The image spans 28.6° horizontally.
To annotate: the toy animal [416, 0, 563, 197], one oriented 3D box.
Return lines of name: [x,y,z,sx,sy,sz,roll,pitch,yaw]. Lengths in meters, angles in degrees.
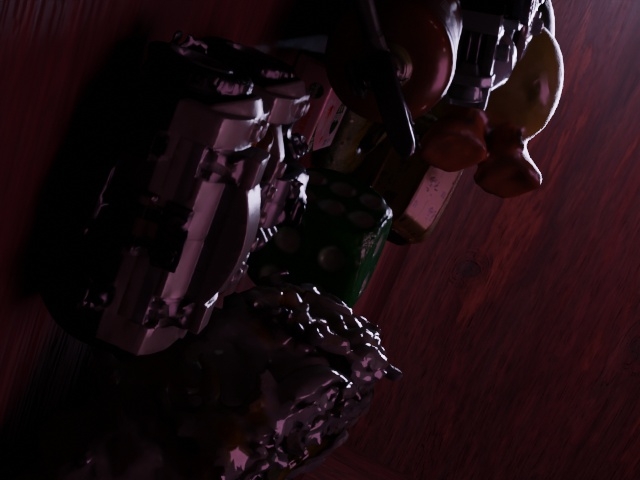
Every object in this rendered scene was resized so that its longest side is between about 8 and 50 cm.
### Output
toy animal: [0.241,-0.248,1.735,0.191,0.216,0.338,-39,-142,50]

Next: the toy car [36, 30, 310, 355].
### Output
toy car: [-0.074,-0.038,0.842,0.301,0.118,0.193,-38,150,-76]

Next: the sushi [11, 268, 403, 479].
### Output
sushi: [-0.113,0.187,0.999,0.417,0.176,0.417,-49,172,-10]

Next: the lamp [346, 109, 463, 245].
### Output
lamp: [0.121,-0.095,1.821,0.185,0.161,0.161,-59,171,-12]

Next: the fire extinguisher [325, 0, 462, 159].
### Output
fire extinguisher: [0.053,-0.206,1.161,0.113,0.200,0.376,-35,-168,17]

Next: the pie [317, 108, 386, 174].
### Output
pie: [0.085,-0.208,1.530,0.323,0.070,0.323,-61,172,-15]

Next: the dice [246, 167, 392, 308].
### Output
dice: [0.000,0.000,1.394,0.131,0.128,0.120,-50,162,-57]

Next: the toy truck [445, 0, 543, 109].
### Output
toy truck: [0.201,-0.250,1.506,0.257,0.108,0.140,-49,148,-65]

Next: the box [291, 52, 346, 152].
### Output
box: [-0.005,-0.137,1.239,0.089,0.043,0.125,-66,172,14]
